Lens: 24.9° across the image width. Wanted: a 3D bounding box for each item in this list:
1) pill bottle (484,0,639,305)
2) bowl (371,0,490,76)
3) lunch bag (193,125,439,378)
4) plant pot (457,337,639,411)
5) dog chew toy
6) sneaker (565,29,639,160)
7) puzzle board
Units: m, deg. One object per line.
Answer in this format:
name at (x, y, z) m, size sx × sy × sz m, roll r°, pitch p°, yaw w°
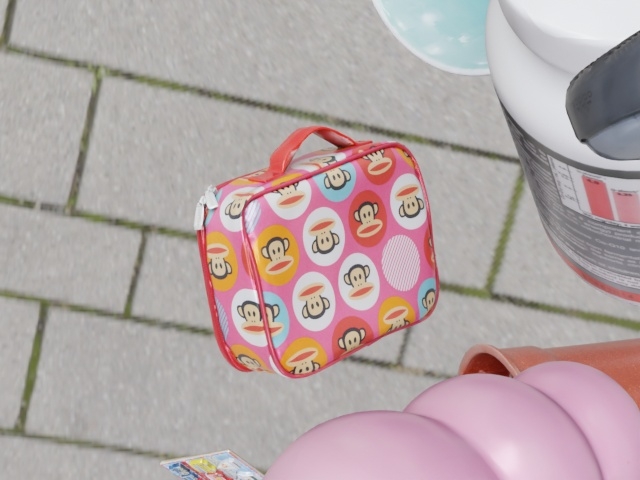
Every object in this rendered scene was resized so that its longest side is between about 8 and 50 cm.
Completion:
pill bottle at (0.226, -0.110, 0.981) m, size 0.210 × 0.210 × 0.363 m, roll -32°, pitch 151°, yaw 2°
bowl at (0.197, -0.324, 1.440) m, size 0.163 × 0.311 × 0.312 m, roll -12°, pitch 114°, yaw -45°
lunch bag at (0.000, 0.000, 1.641) m, size 0.293 × 0.120 × 0.258 m, roll -20°, pitch 104°, yaw -41°
plant pot at (0.336, 0.233, 1.735) m, size 0.265 × 0.272 × 0.273 m, roll -10°, pitch 109°, yaw -17°
dog chew toy at (0.109, 0.192, 1.052) m, size 0.331 × 0.206 × 0.207 m, roll -25°, pitch 113°, yaw -32°
sneaker at (0.182, -0.035, 0.406) m, size 0.223 × 0.083 × 0.098 m, roll -14°, pitch 83°, yaw -13°
puzzle board at (-0.122, 0.288, 1.765) m, size 0.096 × 0.011 × 0.128 m, roll -13°, pitch 147°, yaw 23°
